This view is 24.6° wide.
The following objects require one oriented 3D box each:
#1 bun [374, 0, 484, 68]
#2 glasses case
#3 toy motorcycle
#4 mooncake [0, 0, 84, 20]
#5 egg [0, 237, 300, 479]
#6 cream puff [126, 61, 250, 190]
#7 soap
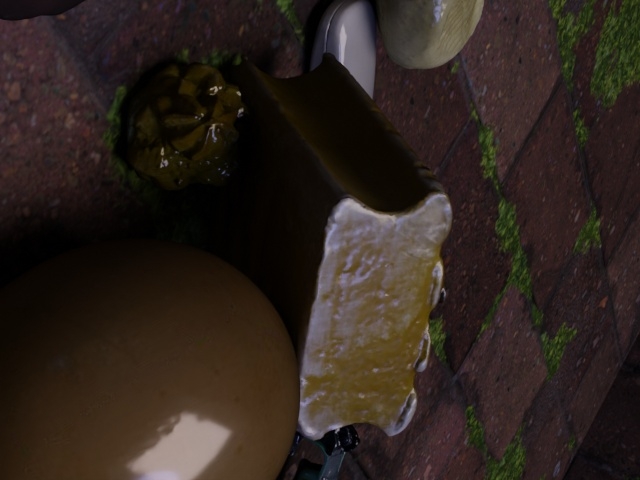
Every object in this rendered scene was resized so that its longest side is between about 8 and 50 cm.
[{"bbox_3d":[0.124,-0.318,1.734,0.229,0.145,0.229,-58,167,-21],"label":"bun"},{"bbox_3d":[0.025,-0.180,1.751,0.092,0.059,0.233,-42,144,-46],"label":"glasses case"},{"bbox_3d":[-0.009,0.316,2.047,0.058,0.100,0.173,-4,117,-62],"label":"toy motorcycle"},{"bbox_3d":[-0.219,-0.310,1.093,0.283,0.141,0.283,-47,157,-28],"label":"mooncake"},{"bbox_3d":[-0.188,0.155,1.339,0.374,0.301,0.301,-32,138,-44],"label":"egg"},{"bbox_3d":[-0.122,-0.109,1.470,0.146,0.116,0.146,-38,138,-44],"label":"cream puff"},{"bbox_3d":[0.000,0.000,1.534,0.156,0.335,0.293,-2,122,-23],"label":"soap"}]
